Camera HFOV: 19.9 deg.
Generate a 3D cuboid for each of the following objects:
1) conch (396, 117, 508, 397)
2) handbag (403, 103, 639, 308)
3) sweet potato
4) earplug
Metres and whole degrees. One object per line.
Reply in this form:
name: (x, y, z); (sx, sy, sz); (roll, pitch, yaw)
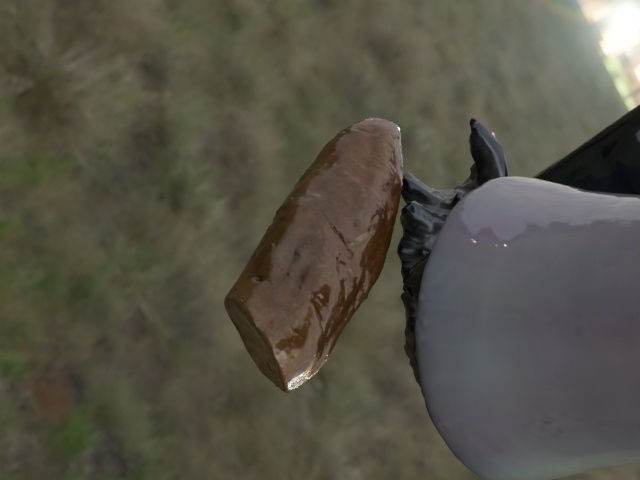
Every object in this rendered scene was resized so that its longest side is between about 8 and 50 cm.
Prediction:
conch: (0.145, 0.055, 1.483); (0.240, 0.186, 0.313); (37, -17, 51)
handbag: (0.198, 0.026, 1.144); (0.181, 0.254, 0.181); (56, 20, 4)
sweet potato: (0.000, 0.000, 1.338); (0.097, 0.097, 0.252); (53, 48, -37)
earplug: (0.213, 0.045, 0.908); (0.172, 0.301, 0.172); (3, 86, -45)
